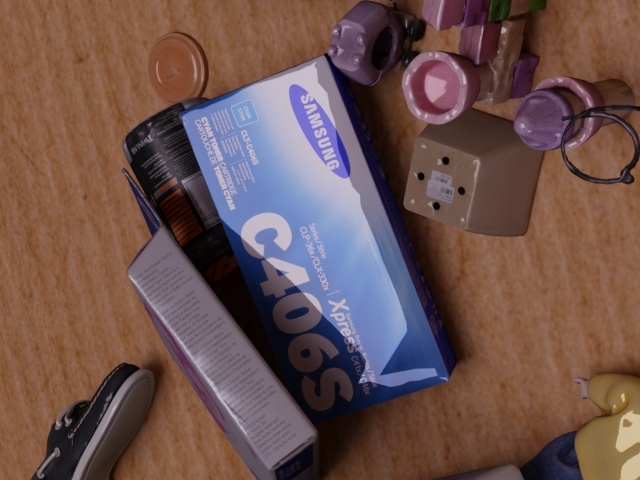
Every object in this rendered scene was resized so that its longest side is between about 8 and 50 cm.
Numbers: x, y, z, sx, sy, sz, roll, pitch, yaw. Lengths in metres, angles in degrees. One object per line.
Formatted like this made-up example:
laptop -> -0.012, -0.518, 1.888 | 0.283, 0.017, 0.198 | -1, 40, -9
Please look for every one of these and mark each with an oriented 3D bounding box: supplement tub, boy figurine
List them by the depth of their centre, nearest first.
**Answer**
boy figurine -> 0.294, 0.198, 1.409 | 0.285, 0.092, 0.177 | -37, 64, 33
supplement tub -> -0.125, -0.049, 1.636 | 0.117, 0.117, 0.190 | -33, 81, 36

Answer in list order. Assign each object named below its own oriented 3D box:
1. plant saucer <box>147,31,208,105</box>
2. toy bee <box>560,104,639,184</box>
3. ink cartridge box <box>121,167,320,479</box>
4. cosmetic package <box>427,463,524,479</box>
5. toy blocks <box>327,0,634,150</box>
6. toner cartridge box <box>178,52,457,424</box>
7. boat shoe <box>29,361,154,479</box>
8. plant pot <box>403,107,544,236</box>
plant saucer -> -0.163, -0.192, 1.695 | 0.083, 0.013, 0.083 | 9, 106, 35
toy bee -> 0.347, -0.154, 1.276 | 0.298, 0.162, 0.195 | -9, 86, 12
ink cartridge box -> -0.118, 0.116, 1.572 | 0.071, 0.324, 0.330 | -36, 76, -9
cosmetic package -> 0.022, 0.442, 1.455 | 0.393, 0.329, 0.327 | -26, 85, 55
toy blocks -> 0.119, -0.241, 1.330 | 0.309, 0.260, 0.288 | 20, 112, 30
toner cartridge box -> 0.000, 0.000, 1.527 | 0.165, 0.075, 0.348 | -21, 96, 13
boat shoe -> -0.293, 0.252, 1.826 | 0.091, 0.114, 0.302 | 38, 119, 16
plant pot -> 0.140, -0.063, 1.456 | 0.109, 0.096, 0.109 | 22, 112, 30
